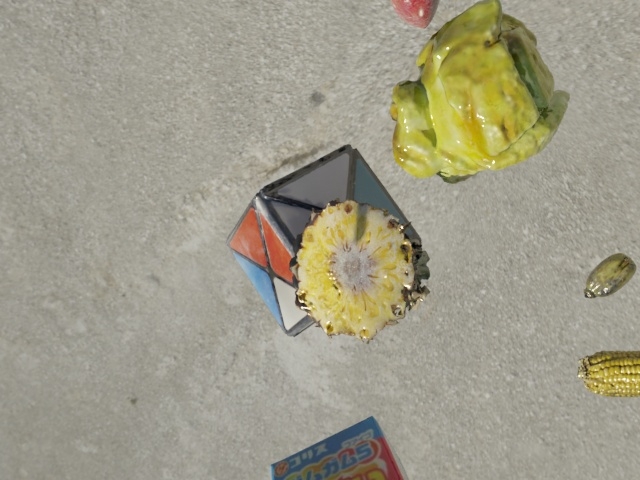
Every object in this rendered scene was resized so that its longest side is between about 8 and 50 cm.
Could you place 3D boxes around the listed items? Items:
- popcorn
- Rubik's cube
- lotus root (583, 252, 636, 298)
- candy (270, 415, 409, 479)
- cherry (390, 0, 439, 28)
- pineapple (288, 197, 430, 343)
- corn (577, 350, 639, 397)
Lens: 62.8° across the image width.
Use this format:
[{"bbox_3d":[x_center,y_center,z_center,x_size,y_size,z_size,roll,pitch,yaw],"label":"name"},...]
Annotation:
[{"bbox_3d":[0.235,-0.224,0.834,0.225,0.276,0.276,38,116,-23],"label":"popcorn"},{"bbox_3d":[0.000,0.000,1.236,0.305,0.310,0.307,55,148,8],"label":"Rubik's cube"},{"bbox_3d":[0.500,0.065,0.913,0.054,0.049,0.099,49,113,23],"label":"lotus root"},{"bbox_3d":[0.047,0.346,0.562,0.157,0.306,0.100,-26,112,0],"label":"candy"},{"bbox_3d":[0.152,-0.464,0.858,0.090,0.107,0.225,4,120,29],"label":"cherry"},{"bbox_3d":[0.115,0.059,0.987,0.263,0.272,0.262,-4,83,34],"label":"pineapple"},{"bbox_3d":[0.738,0.295,1.164,0.318,0.115,0.115,-13,108,37],"label":"corn"}]
